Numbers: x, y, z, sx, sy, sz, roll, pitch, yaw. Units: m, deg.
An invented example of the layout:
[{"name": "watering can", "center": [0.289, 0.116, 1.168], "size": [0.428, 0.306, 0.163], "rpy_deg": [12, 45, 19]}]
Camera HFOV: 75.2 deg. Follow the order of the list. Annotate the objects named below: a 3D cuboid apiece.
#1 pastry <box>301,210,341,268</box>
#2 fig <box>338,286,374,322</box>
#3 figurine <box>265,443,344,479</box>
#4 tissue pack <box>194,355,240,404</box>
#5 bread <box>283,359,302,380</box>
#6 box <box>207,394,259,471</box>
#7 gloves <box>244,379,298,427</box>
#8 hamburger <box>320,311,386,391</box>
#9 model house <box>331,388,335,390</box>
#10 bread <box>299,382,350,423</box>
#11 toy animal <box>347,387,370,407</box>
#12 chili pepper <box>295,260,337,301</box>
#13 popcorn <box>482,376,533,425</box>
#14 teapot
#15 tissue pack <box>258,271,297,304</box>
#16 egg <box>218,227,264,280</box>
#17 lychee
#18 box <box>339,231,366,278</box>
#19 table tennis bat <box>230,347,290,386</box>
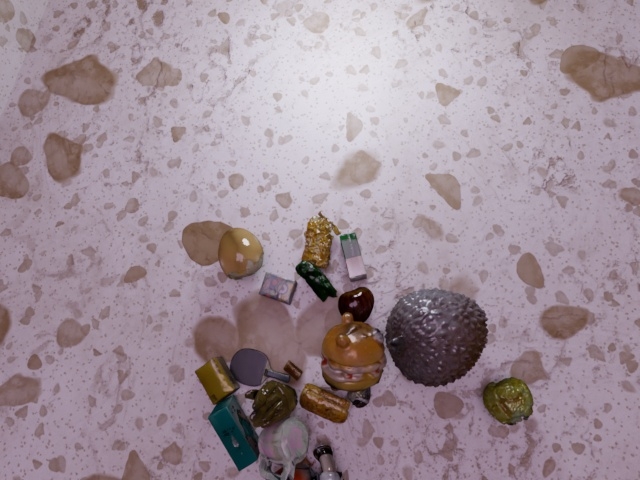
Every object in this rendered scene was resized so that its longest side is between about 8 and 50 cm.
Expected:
[{"name": "pastry", "center": [0.000, 0.000, 1.869], "size": [0.154, 0.102, 0.250], "rpy_deg": [6, 80, 18]}, {"name": "fig", "center": [0.146, 0.292, 1.763], "size": [0.149, 0.148, 0.202], "rpy_deg": [16, 69, -11]}, {"name": "figurine", "center": [-0.070, 0.971, 1.602], "size": [0.323, 0.196, 0.320], "rpy_deg": [-24, 71, 0]}, {"name": "tissue pack", "center": [-0.444, 0.598, 1.781], "size": [0.120, 0.082, 0.169], "rpy_deg": [-36, 76, 3]}, {"name": "bread", "center": [-0.119, 0.559, 1.786], "size": [0.083, 0.036, 0.047], "rpy_deg": [36, 84, 14]}, {"name": "box", "center": [-0.340, 0.770, 1.675], "size": [0.092, 0.153, 0.245], "rpy_deg": [-31, 89, -2]}, {"name": "gloves", "center": [-0.180, 0.625, 1.626], "size": [0.141, 0.331, 0.154], "rpy_deg": [-31, 70, 5]}, {"name": "hamburger", "center": [0.130, 0.430, 1.646], "size": [0.276, 0.276, 0.237], "rpy_deg": [2, 111, 6]}, {"name": "model house", "center": [0.087, 0.579, 1.728], "size": [0.100, 0.100, 0.088], "rpy_deg": [-9, 76, 3]}, {"name": "bread", "center": [0.016, 0.673, 1.707], "size": [0.211, 0.114, 0.083], "rpy_deg": [19, 38, 9]}, {"name": "toy animal", "center": [0.178, 0.631, 1.718], "size": [0.137, 0.098, 0.098], "rpy_deg": [-23, 75, -23]}, {"name": "chili pepper", "center": [-0.017, 0.180, 1.827], "size": [0.098, 0.061, 0.224], "rpy_deg": [-42, 92, 21]}, {"name": "popcorn", "center": [0.747, 0.634, 1.623], "size": [0.198, 0.198, 0.212], "rpy_deg": [-45, 111, -6]}, {"name": "teapot", "center": [-0.147, 0.809, 1.607], "size": [0.178, 0.163, 0.222], "rpy_deg": [-24, 66, 32]}, {"name": "tissue pack", "center": [-0.189, 0.214, 1.860], "size": [0.148, 0.060, 0.109], "rpy_deg": [17, 78, 8]}, {"name": "egg", "center": [-0.355, 0.054, 1.841], "size": [0.201, 0.201, 0.244], "rpy_deg": [-23, 68, 0]}, {"name": "lychee", "center": [0.446, 0.366, 1.605], "size": [0.432, 0.380, 0.380], "rpy_deg": [-5, 75, -21]}, {"name": "box", "center": [0.144, 0.075, 1.824], "size": [0.081, 0.135, 0.199], "rpy_deg": [-16, 75, 2]}, {"name": "table tennis bat", "center": [-0.264, 0.565, 1.807], "size": [0.274, 0.021, 0.154], "rpy_deg": [14, 80, 10]}]
